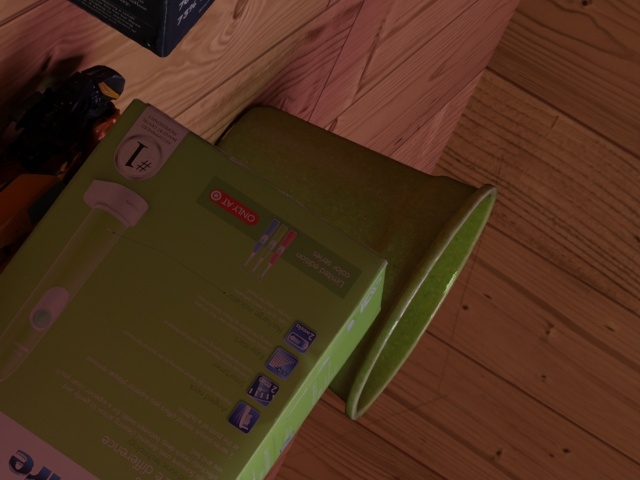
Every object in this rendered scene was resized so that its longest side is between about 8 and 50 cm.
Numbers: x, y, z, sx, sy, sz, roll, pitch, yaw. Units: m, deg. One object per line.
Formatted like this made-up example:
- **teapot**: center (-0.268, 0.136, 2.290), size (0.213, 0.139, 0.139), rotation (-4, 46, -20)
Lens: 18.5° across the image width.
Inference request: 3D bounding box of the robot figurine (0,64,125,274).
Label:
- **robot figurine**: center (-0.217, 0.000, 1.402), size (0.291, 0.085, 0.211), rotation (-48, 167, -45)

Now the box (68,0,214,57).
- **box**: center (-0.092, -0.239, 1.208), size (0.153, 0.108, 0.207), rotation (-53, 169, -27)

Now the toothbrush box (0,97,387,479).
- **toothbrush box**: center (-0.117, 0.085, 1.302), size (0.283, 0.206, 0.122), rotation (-55, 171, -16)

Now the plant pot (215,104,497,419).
- **plant pot**: center (0.000, 0.000, 1.991), size (0.276, 0.254, 0.276), rotation (-56, 171, -14)
